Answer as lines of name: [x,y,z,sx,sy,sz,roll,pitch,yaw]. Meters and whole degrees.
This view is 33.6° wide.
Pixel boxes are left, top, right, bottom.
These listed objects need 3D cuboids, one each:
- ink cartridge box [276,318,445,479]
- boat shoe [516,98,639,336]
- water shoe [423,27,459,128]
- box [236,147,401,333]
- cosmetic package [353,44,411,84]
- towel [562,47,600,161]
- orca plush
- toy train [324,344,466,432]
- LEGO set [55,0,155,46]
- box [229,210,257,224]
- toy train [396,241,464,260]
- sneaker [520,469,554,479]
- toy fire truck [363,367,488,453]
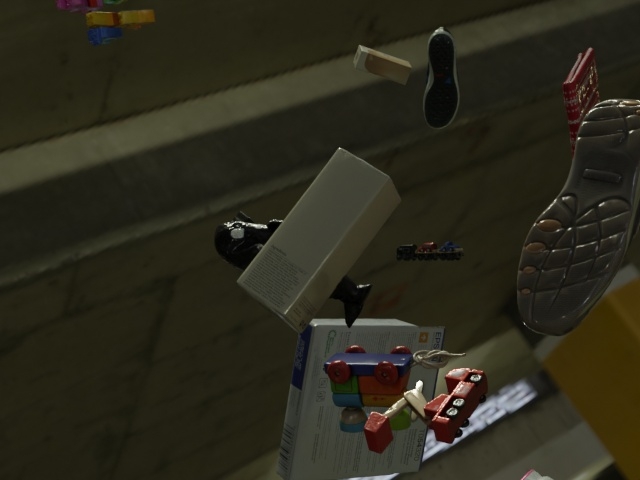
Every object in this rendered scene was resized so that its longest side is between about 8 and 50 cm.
ink cartridge box: [0.084,0.321,2.154,0.330,0.071,0.324,4,-80,-35]
boat shoe: [0.379,-0.019,1.436,0.355,0.132,0.130,-61,-37,-15]
water shoe: [0.250,-0.328,2.148,0.080,0.072,0.203,-67,-19,-63]
box: [0.000,0.000,1.668,0.275,0.113,0.094,-51,-27,-9]
cosmetic package: [0.130,-0.371,2.240,0.115,0.060,0.041,16,-69,-12]
towel: [0.404,-0.135,1.615,0.031,0.275,0.199,-2,24,24]
orca plush: [-0.061,0.069,1.814,0.151,0.287,0.102,-44,15,37]
toy train: [0.136,0.264,1.840,0.247,0.144,0.105,-1,12,23]
LEGO set: [-0.331,-0.353,1.621,0.093,0.087,0.227,-9,0,-44]
box: [-0.157,-0.016,2.350,0.052,0.062,0.083,-50,-60,-2]
toy train: [0.209,0.021,2.035,0.158,0.036,0.027,-1,0,43]
sneaker: [0.281,0.396,1.217,0.111,0.252,0.103,3,12,31]
toy fire truck: [0.169,0.267,1.677,0.192,0.135,0.047,-45,-49,-42]
